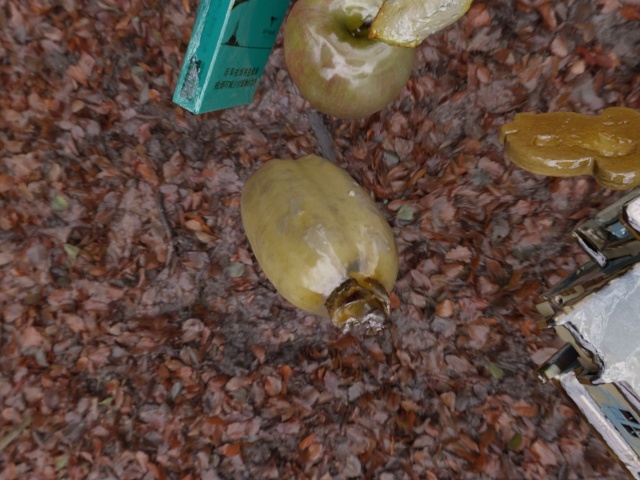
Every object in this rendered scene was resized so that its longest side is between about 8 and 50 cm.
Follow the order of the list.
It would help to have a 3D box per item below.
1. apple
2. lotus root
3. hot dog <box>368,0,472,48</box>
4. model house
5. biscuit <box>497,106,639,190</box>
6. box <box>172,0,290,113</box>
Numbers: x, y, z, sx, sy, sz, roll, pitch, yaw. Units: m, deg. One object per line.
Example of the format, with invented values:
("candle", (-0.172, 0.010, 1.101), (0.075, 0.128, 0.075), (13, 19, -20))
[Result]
("apple", (0.051, -0.361, 0.824), (0.257, 0.234, 0.256), (1, 86, -11))
("lotus root", (0.000, 0.000, 0.545), (0.170, 0.342, 0.151), (-11, 129, -19))
("hot dog", (0.141, -0.296, 0.528), (0.169, 0.061, 0.078), (-19, 74, 38))
("model house", (0.288, 0.047, 0.346), (0.271, 0.206, 0.178), (-37, 70, 1))
("biscuit", (0.371, -0.128, 0.574), (0.249, 0.184, 0.035), (10, 135, 25))
("box", (-0.088, -0.269, 0.505), (0.042, 0.161, 0.226), (29, 117, 2))
